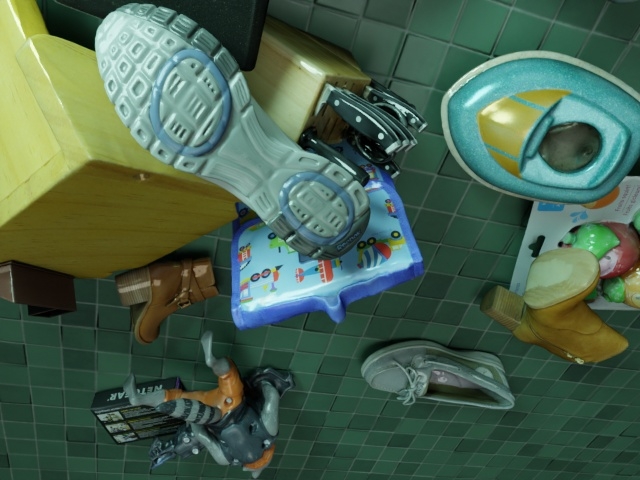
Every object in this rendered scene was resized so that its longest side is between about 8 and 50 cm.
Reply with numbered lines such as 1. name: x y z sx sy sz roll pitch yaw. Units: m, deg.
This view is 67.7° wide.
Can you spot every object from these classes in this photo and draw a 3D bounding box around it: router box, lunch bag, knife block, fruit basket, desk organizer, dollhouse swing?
1. router box: -0.363 0.359 0.999 0.179 0.046 0.133 -11 126 1
2. lunch bag: 0.000 0.000 0.624 0.221 0.293 0.138 -16 126 5
3. knife block: -0.024 -0.165 0.533 0.276 0.242 0.088 17 121 -18
4. fruit basket: 0.516 0.029 0.783 0.353 0.165 0.327 -1 136 7
5. desk organizer: -0.375 0.067 0.618 0.047 0.050 0.130 -14 166 2
6. dollhouse swing: -0.314 -0.144 0.580 0.347 0.305 0.315 -24 164 31

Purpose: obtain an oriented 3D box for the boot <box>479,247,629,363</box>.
1. boot: 0.425 0.120 0.788 0.211 0.104 0.295 27 157 -1

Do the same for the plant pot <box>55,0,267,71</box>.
1. plant pot: -0.114 -0.304 0.425 0.187 0.188 0.167 16 147 -17

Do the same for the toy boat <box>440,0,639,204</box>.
1. toy boat: 0.300 -0.194 0.590 0.267 0.148 0.318 15 119 3

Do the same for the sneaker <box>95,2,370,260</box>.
1. sneaker: -0.086 -0.093 0.467 0.111 0.129 0.297 -47 110 -1

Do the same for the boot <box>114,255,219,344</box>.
1. boot: -0.249 0.105 0.815 0.152 0.073 0.197 -14 146 -17

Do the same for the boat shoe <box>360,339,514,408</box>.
1. boat shoe: 0.242 0.285 0.977 0.320 0.103 0.118 11 124 -14

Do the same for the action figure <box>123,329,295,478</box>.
1. action figure: -0.217 0.356 0.902 0.341 0.178 0.330 -37 120 2
